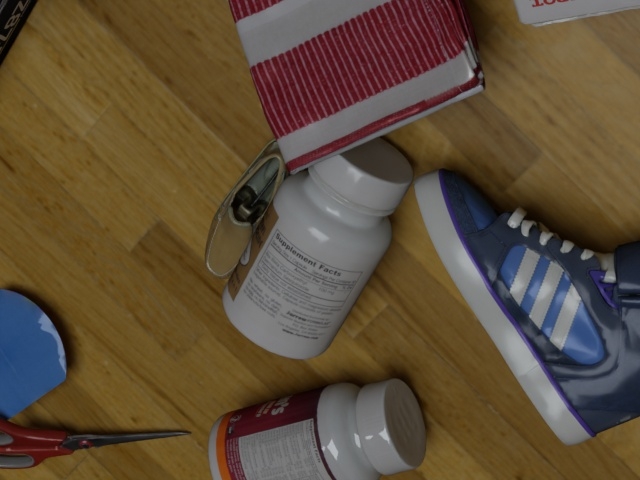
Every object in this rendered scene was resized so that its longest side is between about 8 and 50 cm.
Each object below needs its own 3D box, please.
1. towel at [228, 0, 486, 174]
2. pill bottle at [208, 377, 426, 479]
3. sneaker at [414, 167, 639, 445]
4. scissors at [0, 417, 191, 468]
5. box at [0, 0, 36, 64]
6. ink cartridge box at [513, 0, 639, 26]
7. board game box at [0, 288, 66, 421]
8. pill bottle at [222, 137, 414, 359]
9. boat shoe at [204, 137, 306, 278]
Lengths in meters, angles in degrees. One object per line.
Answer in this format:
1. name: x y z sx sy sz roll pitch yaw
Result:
1. towel: 0.010 -0.258 1.550 0.237 0.037 0.329 -23 80 28
2. pill bottle: -0.003 0.224 1.747 0.221 0.121 0.121 -18 102 26
3. sneaker: 0.267 0.021 1.581 0.236 0.130 0.322 -32 85 12
4. scissors: -0.298 0.248 1.927 0.297 0.021 0.109 2 139 5
5. box: -0.504 -0.336 1.748 0.395 0.097 0.318 38 119 4
6. ink cartridge box: 0.233 -0.316 1.426 0.160 0.092 0.219 -7 130 21
7. board game box: -0.372 0.134 1.910 0.169 0.033 0.133 -35 88 26
8. pill bottle: 0.000 0.000 1.656 0.131 0.131 0.229 33 117 7
9. boat shoe: -0.081 -0.030 1.709 0.068 0.072 0.190 32 117 8
